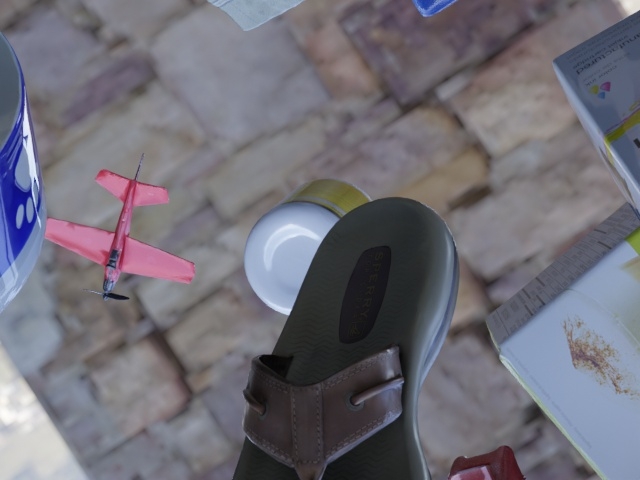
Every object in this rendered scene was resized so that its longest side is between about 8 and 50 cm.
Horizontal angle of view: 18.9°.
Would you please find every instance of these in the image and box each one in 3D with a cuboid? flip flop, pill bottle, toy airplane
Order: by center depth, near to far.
[{"bbox_3d":[0.006,0.074,0.934,0.112,0.080,0.277,-5,-134,24],"label":"flip flop"},{"bbox_3d":[0.000,0.000,1.745,0.103,0.103,0.184,-33,-176,18],"label":"pill bottle"},{"bbox_3d":[-0.180,-0.008,1.760,0.151,0.151,0.028,-33,-164,20],"label":"toy airplane"}]

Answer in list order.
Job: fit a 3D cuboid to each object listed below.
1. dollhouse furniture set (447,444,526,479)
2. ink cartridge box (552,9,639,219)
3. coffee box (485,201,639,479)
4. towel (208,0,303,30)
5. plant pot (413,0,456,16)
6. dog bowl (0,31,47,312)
[{"bbox_3d":[0.237,0.341,1.782,0.201,0.374,0.152,-54,-169,31],"label":"dollhouse furniture set"},{"bbox_3d":[0.345,-0.100,1.583,0.226,0.131,0.306,-29,-154,6],"label":"ink cartridge box"},{"bbox_3d":[0.408,0.124,2.051,0.334,0.337,0.338,-40,180,3],"label":"coffee box"},{"bbox_3d":[-0.074,-0.352,1.766,0.324,0.312,0.056,-26,-141,42],"label":"towel"},{"bbox_3d":[0.158,-0.399,1.999,0.212,0.236,0.236,-29,-170,22],"label":"plant pot"},{"bbox_3d":[-0.296,-0.040,1.115,0.265,0.265,0.104,-33,143,-29],"label":"dog bowl"}]
